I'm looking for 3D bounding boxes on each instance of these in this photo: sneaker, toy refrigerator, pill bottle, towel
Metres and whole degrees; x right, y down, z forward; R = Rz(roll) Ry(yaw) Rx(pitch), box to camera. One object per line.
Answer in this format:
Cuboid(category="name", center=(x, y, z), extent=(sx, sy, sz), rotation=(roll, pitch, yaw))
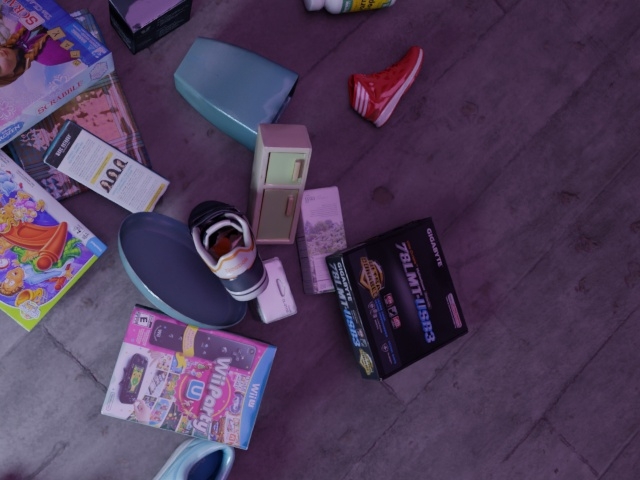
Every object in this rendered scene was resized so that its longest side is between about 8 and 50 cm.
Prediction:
Cuboid(category="sneaker", center=(-0.300, 0.544, 1.533), extent=(0.135, 0.150, 0.365), rotation=(41, 56, -17))
Cuboid(category="sneaker", center=(-0.204, -0.017, 1.568), extent=(0.126, 0.321, 0.127), rotation=(-33, 132, -8))
Cuboid(category="toy refrigerator", center=(-0.093, -0.113, 1.629), extent=(0.102, 0.269, 0.094), rotation=(0, 43, -14))
Cuboid(category="sneaker", center=(0.148, -0.389, 1.794), extent=(0.128, 0.087, 0.221), rotation=(31, 79, -11))
Cuboid(category="pill bottle", center=(0.067, -0.593, 1.769), extent=(0.209, 0.117, 0.117), rotation=(-12, 89, -14))
Cuboid(category="towel", center=(-0.551, -0.284, 1.620), extent=(0.272, 0.040, 0.370), rotation=(-23, 98, -16))

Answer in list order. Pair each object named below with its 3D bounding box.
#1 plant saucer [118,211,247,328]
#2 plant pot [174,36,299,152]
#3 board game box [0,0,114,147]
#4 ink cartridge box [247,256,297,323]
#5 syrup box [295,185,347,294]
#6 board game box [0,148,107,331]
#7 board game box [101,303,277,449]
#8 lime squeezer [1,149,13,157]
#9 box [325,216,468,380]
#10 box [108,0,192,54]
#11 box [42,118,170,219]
Cuboid(category="plant saucer", center=(-0.289, 0.068, 1.574), extent=(0.318, 0.317, 0.043), rotation=(40, 111, -8))
Cuboid(category="plant pot", center=(-0.194, -0.333, 1.675), extent=(0.234, 0.166, 0.165), rotation=(30, 80, -3))
Cuboid(category="board game box", center=(-0.637, -0.367, 1.497), extent=(0.319, 0.066, 0.318), rotation=(41, 66, 11))
Cuboid(category="ink cartridge box", center=(-0.120, 0.107, 1.652), extent=(0.072, 0.175, 0.127), rotation=(-19, 91, -14))
Cuboid(category="syrup box", center=(0.000, 0.000, 1.728), extent=(0.093, 0.096, 0.236), rotation=(-9, 88, -16))
Cuboid(category="board game box", center=(-0.641, -0.018, 1.524), extent=(0.347, 0.078, 0.233), rotation=(47, 70, -24))
Cuboid(category="board game box", center=(-0.269, 0.279, 1.566), extent=(0.304, 0.097, 0.223), rotation=(17, 83, -13))
Cuboid(category="lime squeezer", center=(-0.777, -0.164, 1.547), extent=(0.310, 0.110, 0.058), rotation=(-27, 135, -39))
Cuboid(category="box", center=(0.179, 0.126, 1.723), extent=(0.293, 0.073, 0.295), rotation=(-20, 95, -34))
Cuboid(category="box", center=(-0.366, -0.499, 1.639), extent=(0.156, 0.158, 0.093), rotation=(-37, 95, -13))
Cuboid(category="box", center=(-0.451, -0.149, 1.606), extent=(0.244, 0.060, 0.100), rotation=(33, 90, -27))
